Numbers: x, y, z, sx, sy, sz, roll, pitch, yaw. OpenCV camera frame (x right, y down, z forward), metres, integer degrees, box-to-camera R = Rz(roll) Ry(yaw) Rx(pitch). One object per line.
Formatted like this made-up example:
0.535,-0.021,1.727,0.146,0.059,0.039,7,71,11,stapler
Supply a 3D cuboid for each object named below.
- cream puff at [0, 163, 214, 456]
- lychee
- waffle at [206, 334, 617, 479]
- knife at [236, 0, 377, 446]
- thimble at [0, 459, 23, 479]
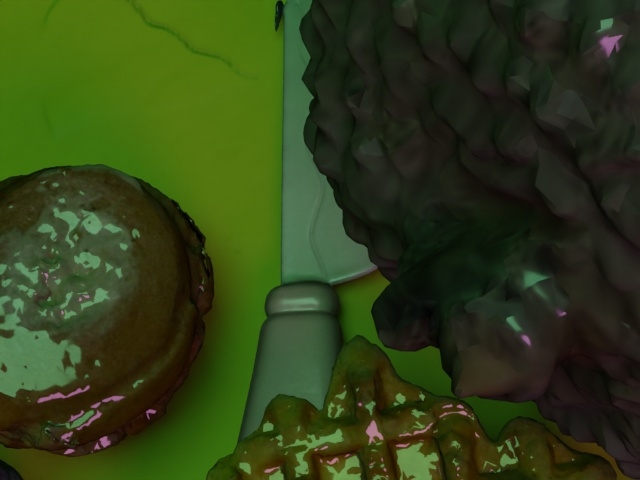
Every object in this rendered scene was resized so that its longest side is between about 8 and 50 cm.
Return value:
-0.135,0.038,0.660,0.165,0.115,0.150,-27,73,-18,cream puff
0.184,-0.088,0.515,0.380,0.380,0.432,38,66,21,lychee
0.039,0.181,0.571,0.238,0.059,0.243,37,81,11,waffle
0.003,0.000,0.689,0.081,0.043,0.336,0,69,9,knife
-0.212,0.166,0.617,0.098,0.150,0.150,12,73,13,thimble
